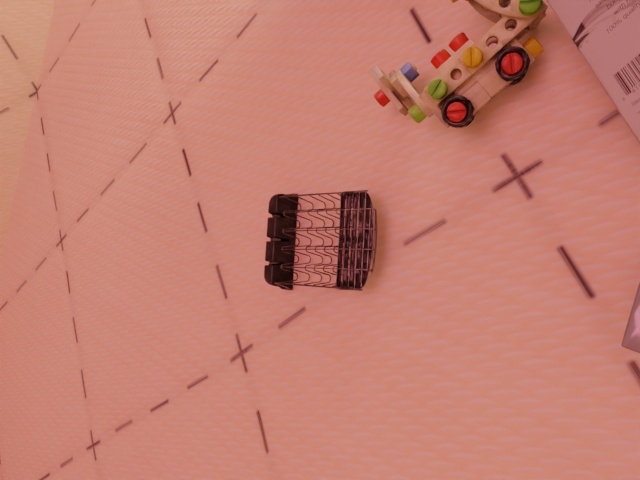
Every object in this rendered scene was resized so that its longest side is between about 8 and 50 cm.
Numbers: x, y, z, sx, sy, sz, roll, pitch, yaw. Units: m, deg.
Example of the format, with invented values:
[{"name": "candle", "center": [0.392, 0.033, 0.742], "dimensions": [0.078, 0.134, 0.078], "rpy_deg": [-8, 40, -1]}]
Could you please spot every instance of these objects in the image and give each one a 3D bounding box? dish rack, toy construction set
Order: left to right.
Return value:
[{"name": "dish rack", "center": [0.000, 0.000, 1.005], "dimensions": [0.272, 0.074, 0.208], "rpy_deg": [0, 86, 38]}, {"name": "toy construction set", "center": [0.215, -0.308, 0.813], "dimensions": [0.215, 0.151, 0.328], "rpy_deg": [51, 126, 4]}]

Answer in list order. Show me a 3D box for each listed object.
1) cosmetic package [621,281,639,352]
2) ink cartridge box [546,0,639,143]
[{"name": "cosmetic package", "center": [0.408, 0.065, 0.550], "dimensions": [0.107, 0.238, 0.127], "rpy_deg": [18, 95, 39]}, {"name": "ink cartridge box", "center": [0.432, -0.285, 0.592], "dimensions": [0.223, 0.129, 0.307], "rpy_deg": [-47, 59, 53]}]
